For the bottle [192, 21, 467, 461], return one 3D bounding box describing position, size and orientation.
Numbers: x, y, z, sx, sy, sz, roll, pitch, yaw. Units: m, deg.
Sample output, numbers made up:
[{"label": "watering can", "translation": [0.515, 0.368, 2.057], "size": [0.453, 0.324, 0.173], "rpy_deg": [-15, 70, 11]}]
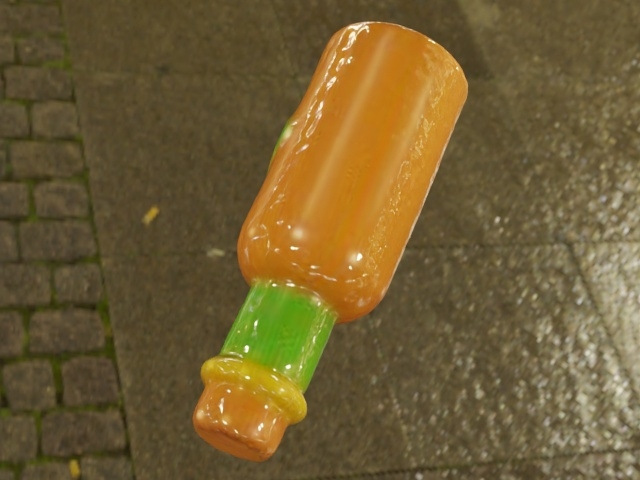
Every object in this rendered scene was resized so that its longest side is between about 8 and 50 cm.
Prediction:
[{"label": "bottle", "translation": [0.000, 0.000, 0.502], "size": [0.069, 0.069, 0.187], "rpy_deg": [23, 66, 3]}]
